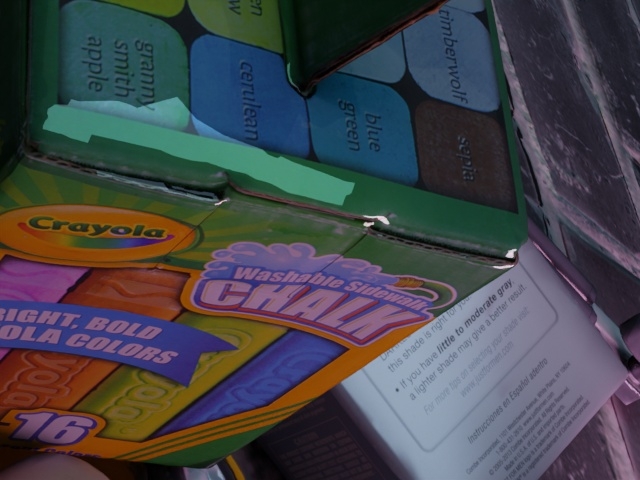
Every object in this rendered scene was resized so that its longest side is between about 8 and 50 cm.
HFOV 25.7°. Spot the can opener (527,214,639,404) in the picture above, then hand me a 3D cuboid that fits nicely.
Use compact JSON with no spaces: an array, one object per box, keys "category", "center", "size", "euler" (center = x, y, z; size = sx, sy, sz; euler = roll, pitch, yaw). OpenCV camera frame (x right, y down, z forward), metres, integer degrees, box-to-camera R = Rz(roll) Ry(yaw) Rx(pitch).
[{"category":"can opener","center":[0.243,0.045,1.278],"size":[0.283,0.095,0.076],"euler":[45,28,-18]}]

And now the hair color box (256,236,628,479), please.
[{"category":"hair color box","center":[0.000,0.000,0.856],"size":[0.185,0.113,0.374],"euler":[-39,95,-36]}]

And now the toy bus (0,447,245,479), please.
[{"category":"toy bus","center":[-0.130,0.034,0.692],"size":[0.333,0.108,0.130],"euler":[58,26,8]}]

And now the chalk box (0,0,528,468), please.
[{"category":"chalk box","center":[-0.053,-0.053,0.501],"size":[0.179,0.289,0.180],"euler":[12,57,-29]}]

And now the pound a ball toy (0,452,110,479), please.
[{"category":"pound a ball toy","center":[-0.160,0.185,0.413],"size":[0.136,0.208,0.319],"euler":[46,6,1]}]
